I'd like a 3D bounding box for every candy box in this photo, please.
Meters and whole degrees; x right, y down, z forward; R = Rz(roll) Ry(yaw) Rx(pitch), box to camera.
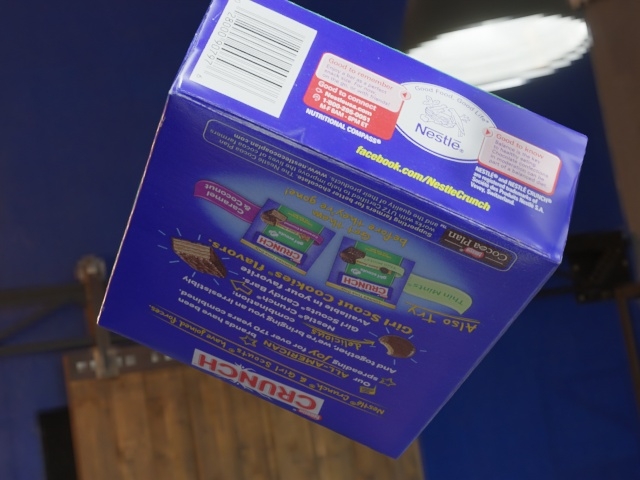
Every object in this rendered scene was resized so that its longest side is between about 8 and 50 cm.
[{"bbox_3d":[0.000,0.000,1.010,0.268,0.122,0.317,24,-36,-4],"label":"candy box"}]
